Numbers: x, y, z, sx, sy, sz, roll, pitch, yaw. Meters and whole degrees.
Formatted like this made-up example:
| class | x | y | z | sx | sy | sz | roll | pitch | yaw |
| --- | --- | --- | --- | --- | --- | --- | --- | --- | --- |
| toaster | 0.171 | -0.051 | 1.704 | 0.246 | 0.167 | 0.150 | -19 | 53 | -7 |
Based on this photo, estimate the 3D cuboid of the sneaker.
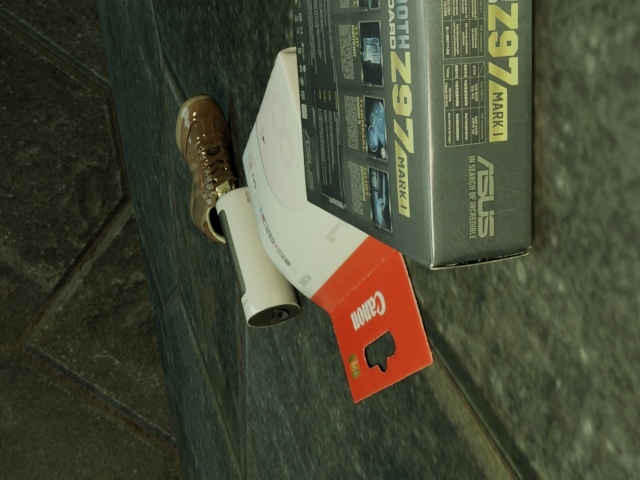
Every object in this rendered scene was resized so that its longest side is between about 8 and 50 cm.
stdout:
| class | x | y | z | sx | sy | sz | roll | pitch | yaw |
| --- | --- | --- | --- | --- | --- | --- | --- | --- | --- |
| sneaker | -0.121 | -0.080 | 1.010 | 0.071 | 0.066 | 0.188 | 41 | 145 | 40 |

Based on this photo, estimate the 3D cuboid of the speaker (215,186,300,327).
| class | x | y | z | sx | sy | sz | roll | pitch | yaw |
| --- | --- | --- | --- | --- | --- | --- | --- | --- | --- |
| speaker | -0.063 | 0.017 | 0.859 | 0.055 | 0.055 | 0.136 | 113 | 143 | -61 |

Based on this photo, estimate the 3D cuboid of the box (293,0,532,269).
| class | x | y | z | sx | sy | sz | roll | pitch | yaw |
| --- | --- | --- | --- | --- | --- | --- | --- | --- | --- |
| box | 0.039 | -0.118 | 0.447 | 0.183 | 0.059 | 0.232 | -147 | 50 | -68 |

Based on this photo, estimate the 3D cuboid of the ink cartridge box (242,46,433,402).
| class | x | y | z | sx | sy | sz | roll | pitch | yaw |
| --- | --- | --- | --- | --- | --- | --- | --- | --- | --- |
| ink cartridge box | 0.000 | 0.000 | 0.650 | 0.189 | 0.066 | 0.232 | 127 | 136 | -67 |
